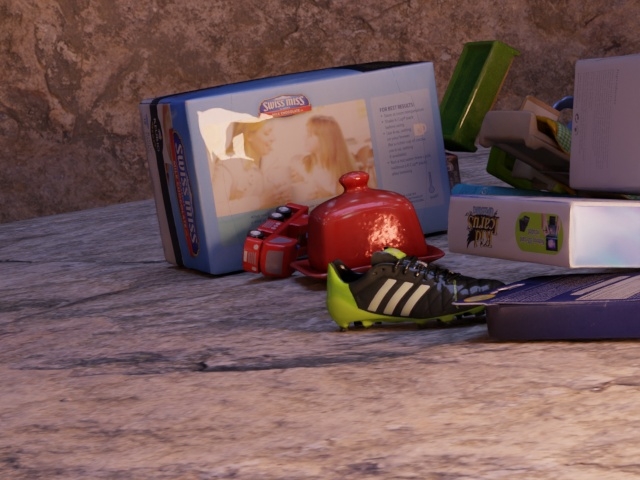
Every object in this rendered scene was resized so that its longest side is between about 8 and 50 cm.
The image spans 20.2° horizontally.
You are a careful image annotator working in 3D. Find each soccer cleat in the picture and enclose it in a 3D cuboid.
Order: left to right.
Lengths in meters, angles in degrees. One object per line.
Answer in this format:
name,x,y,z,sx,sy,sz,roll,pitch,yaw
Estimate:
soccer cleat,0.084,0.041,1.635,0.179,0.072,0.060,-5,7,27

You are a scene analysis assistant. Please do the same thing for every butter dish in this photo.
butter dish,0.046,-0.020,2.044,0.160,0.118,0.160,-9,6,-9

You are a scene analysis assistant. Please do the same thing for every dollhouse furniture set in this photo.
dollhouse furniture set,0.308,-0.158,2.393,0.197,0.151,0.301,27,-6,-22

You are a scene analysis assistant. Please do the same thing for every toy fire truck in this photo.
toy fire truck,0.000,0.000,2.183,0.135,0.047,0.192,13,24,18

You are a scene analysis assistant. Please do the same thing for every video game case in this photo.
video game case,0.290,-0.008,1.662,0.270,0.061,0.244,1,3,-21

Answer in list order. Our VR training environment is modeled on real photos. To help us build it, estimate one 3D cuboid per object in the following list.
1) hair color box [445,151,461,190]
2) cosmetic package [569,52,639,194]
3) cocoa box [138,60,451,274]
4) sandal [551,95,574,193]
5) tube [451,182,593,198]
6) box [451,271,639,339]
hair color box,0.161,-0.074,2.505,0.053,0.093,0.167,-10,6,-5
cosmetic package,0.390,-0.107,1.736,0.224,0.138,0.225,3,0,-16
cocoa box,-0.032,-0.102,2.364,0.347,0.231,0.228,-11,8,-19
sandal,0.395,-0.133,2.536,0.126,0.138,0.317,-9,7,-20
tube,0.268,-0.047,2.340,0.207,0.052,0.080,2,16,36
box,0.236,0.052,1.489,0.225,0.036,0.136,-2,8,40
